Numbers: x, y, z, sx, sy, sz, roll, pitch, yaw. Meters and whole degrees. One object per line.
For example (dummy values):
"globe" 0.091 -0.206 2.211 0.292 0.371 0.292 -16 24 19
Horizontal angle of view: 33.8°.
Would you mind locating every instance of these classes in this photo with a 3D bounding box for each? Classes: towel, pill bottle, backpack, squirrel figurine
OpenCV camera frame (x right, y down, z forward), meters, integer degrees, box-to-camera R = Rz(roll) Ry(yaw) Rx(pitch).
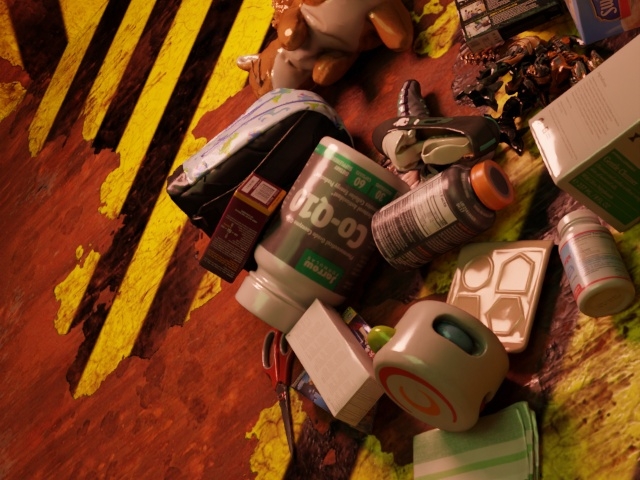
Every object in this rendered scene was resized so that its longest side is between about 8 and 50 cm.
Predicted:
"towel" 0.235 0.426 1.610 0.248 0.038 0.325 -26 48 38
"pill bottle" 0.220 -0.049 1.865 0.246 0.130 0.130 -31 46 33
"backpack" -0.101 -0.156 2.204 0.355 0.290 0.273 -37 28 18
"pill bottle" 0.417 0.032 1.616 0.087 0.087 0.160 -37 42 28
"pill bottle" 0.000 0.000 2.029 0.361 0.204 0.204 -59 37 2
"squirrel figurine" -0.011 -0.470 2.362 0.370 0.281 0.397 -48 23 33

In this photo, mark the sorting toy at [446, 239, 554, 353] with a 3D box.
"sorting toy" 0.293 0.094 1.769 0.193 0.038 0.208 -1 61 49

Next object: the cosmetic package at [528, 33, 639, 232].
"cosmetic package" 0.521 -0.201 1.561 0.365 0.197 0.155 -39 42 28

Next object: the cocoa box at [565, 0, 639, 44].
"cocoa box" 0.483 -0.544 1.751 0.228 0.231 0.347 -18 49 11

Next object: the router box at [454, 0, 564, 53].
"router box" 0.338 -0.435 1.912 0.179 0.046 0.133 -21 62 20

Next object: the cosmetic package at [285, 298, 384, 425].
"cosmetic package" 0.027 0.214 1.874 0.099 0.060 0.239 -49 38 11

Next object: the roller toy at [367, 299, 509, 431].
"roller toy" 0.195 0.196 1.669 0.191 0.209 0.146 6 49 49

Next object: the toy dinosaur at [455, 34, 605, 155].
"toy dinosaur" 0.369 -0.286 1.876 0.218 0.164 0.322 -49 17 -9

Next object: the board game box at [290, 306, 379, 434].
"board game box" 0.058 0.252 1.914 0.194 0.060 0.194 -54 38 8

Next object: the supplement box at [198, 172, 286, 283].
"supplement box" -0.152 -0.024 2.049 0.188 0.081 0.104 -60 -2 29

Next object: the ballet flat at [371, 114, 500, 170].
"ballet flat" 0.185 -0.175 1.879 0.280 0.095 0.096 -3 33 43

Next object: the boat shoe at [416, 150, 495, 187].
"boat shoe" 0.220 -0.123 1.959 0.226 0.076 0.083 -48 38 17

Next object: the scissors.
"scissors" -0.081 0.300 2.083 0.109 0.021 0.297 -24 51 35

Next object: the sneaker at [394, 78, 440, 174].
"sneaker" 0.202 -0.224 2.071 0.098 0.083 0.223 -2 58 17
